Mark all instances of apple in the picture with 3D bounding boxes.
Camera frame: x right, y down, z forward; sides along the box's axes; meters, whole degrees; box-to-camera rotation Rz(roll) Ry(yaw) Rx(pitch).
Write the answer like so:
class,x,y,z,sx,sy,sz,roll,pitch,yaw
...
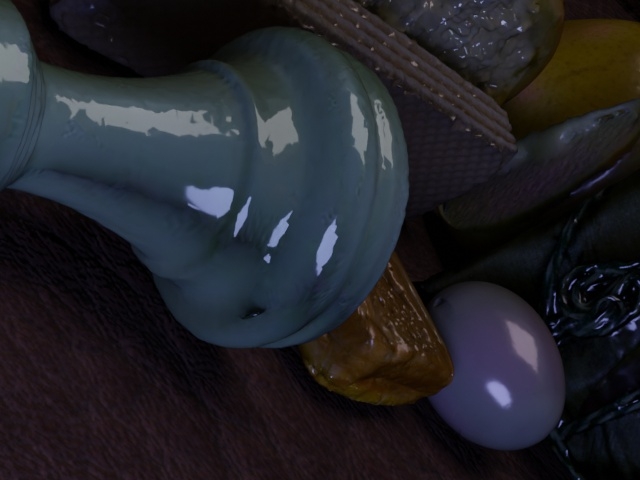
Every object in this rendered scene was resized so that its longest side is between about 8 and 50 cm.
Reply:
class,x,y,z,sx,sy,sz,roll,pitch,yaw
apple,0.235,-0.007,1.304,0.193,0.265,0.120,45,50,-27

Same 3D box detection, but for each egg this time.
class,x,y,z,sx,sy,sz,roll,pitch,yaw
egg,0.124,0.092,1.064,0.103,0.103,0.135,15,40,-54

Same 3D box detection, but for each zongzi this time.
class,x,y,z,sx,sy,sz,roll,pitch,yaw
zongzi,0.300,0.119,1.227,0.383,0.319,0.362,67,15,2

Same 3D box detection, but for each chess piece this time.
class,x,y,z,sx,sy,sz,roll,pitch,yaw
chess piece,-0.118,-0.051,0.786,0.299,0.194,0.194,14,38,-40

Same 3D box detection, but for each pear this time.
class,x,y,z,sx,sy,sz,roll,pitch,yaw
pear,0.266,-0.095,1.497,0.285,0.336,0.284,-8,100,-51

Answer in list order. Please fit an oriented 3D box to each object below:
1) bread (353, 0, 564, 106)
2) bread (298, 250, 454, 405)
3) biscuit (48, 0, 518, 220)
class,x,y,z,sx,sy,sz,roll,pitch,yaw
bread,0.080,-0.257,1.316,0.316,0.211,0.270,22,44,-39
bread,0.001,-0.001,1.037,0.139,0.077,0.271,23,32,-53
biscuit,-0.017,-0.135,1.155,0.426,0.144,0.078,29,41,-43
